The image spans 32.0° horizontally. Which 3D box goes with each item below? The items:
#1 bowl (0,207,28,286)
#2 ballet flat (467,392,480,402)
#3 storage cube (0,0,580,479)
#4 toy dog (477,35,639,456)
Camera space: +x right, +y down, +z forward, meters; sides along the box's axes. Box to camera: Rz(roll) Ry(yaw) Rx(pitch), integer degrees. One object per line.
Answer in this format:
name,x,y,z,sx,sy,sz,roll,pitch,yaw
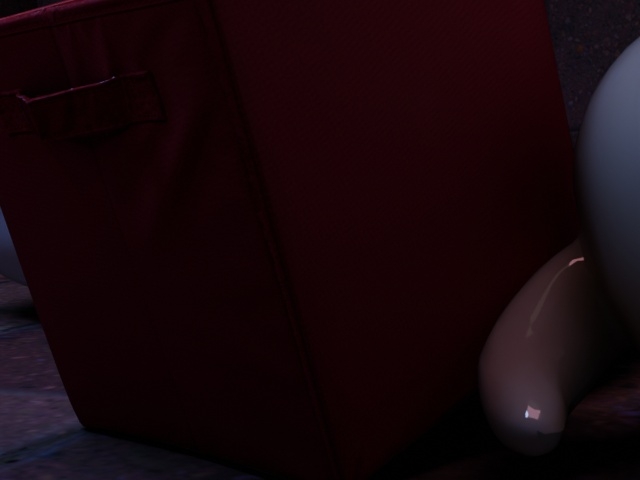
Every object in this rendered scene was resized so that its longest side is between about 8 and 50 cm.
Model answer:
bowl,-0.166,-0.007,0.958,0.298,0.134,0.298,-2,4,0
ballet flat,0.157,0.008,0.676,0.116,0.124,0.342,2,5,39
storage cube,-0.017,-0.029,0.491,0.184,0.193,0.215,2,24,46
toy dog,0.250,-0.041,0.304,0.395,0.284,0.408,-17,6,-9
